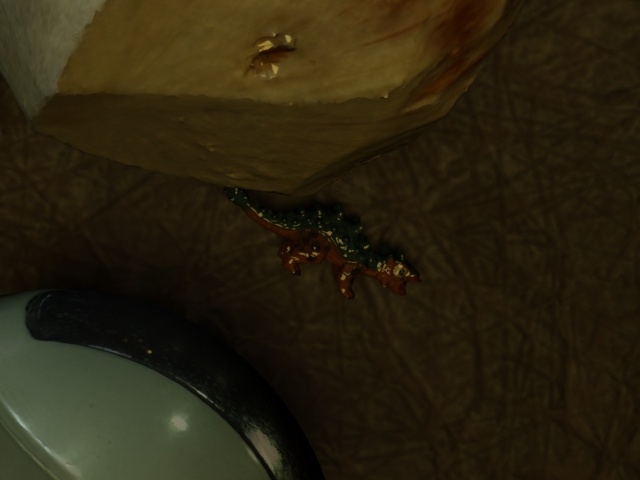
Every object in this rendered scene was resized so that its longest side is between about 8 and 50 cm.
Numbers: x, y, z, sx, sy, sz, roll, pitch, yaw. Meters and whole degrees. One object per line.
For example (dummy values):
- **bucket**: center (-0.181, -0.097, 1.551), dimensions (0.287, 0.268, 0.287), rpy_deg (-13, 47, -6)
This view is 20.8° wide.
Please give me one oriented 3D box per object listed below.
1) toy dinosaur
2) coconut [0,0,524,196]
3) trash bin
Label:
- **toy dinosaur**: center (0.000, 0.000, 1.205), dimensions (0.154, 0.049, 0.055), rpy_deg (28, 102, -11)
- **coconut**: center (-0.041, -0.205, 0.984), dimensions (0.415, 0.344, 0.415), rpy_deg (9, 77, -40)
- **trash bin**: center (-0.189, 0.240, 1.143), dimensions (0.280, 0.280, 0.432), rpy_deg (35, 102, -7)
